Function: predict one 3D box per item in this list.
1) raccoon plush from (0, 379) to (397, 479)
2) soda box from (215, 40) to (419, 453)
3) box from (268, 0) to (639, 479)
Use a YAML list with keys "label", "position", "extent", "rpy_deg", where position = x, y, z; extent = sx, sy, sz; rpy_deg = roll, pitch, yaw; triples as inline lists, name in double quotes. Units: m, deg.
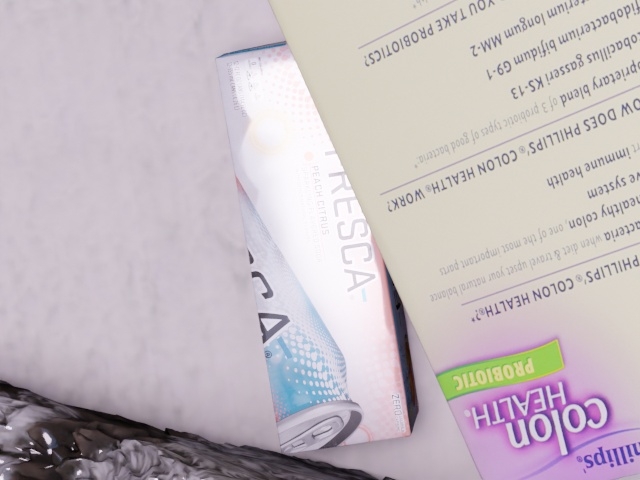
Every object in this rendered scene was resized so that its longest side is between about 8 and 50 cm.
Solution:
- label: "raccoon plush"
  position: [-0.070, 0.236, 0.852]
  extent: [0.446, 0.216, 0.299]
  rpy_deg: [15, 90, 34]
- label: "soda box"
  position: [0.000, 0.000, 0.883]
  extent: [0.063, 0.058, 0.183]
  rpy_deg: [-9, 94, 8]
- label: "box"
  position: [0.130, -0.040, 0.785]
  extent: [0.213, 0.117, 0.243]
  rpy_deg: [-23, 91, 44]
